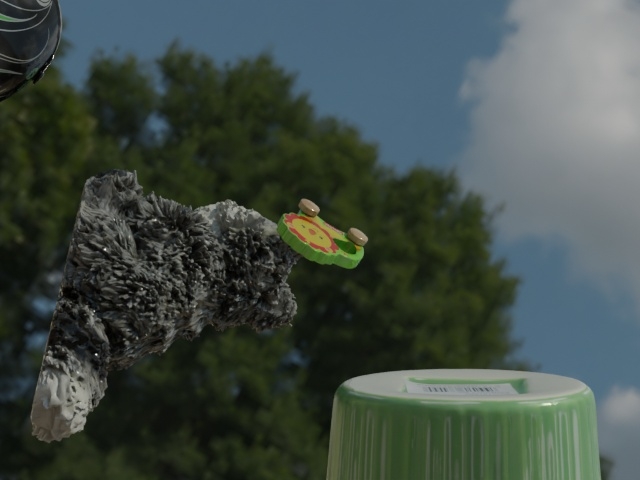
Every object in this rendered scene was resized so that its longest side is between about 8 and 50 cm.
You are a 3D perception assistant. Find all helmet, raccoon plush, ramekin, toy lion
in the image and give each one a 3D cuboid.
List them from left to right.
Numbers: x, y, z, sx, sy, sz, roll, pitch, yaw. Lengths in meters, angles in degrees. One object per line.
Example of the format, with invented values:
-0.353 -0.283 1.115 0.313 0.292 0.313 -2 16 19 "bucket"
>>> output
-0.336 -0.201 1.693 0.169 0.161 0.169 14 -66 34 "helmet"
-0.172 0.111 2.227 0.299 0.446 0.216 13 -41 -7 "raccoon plush"
0.000 0.000 1.967 0.100 0.096 0.034 30 -69 -9 "toy lion"
0.149 0.221 1.929 0.303 0.148 0.303 0 3 0 "ramekin"
